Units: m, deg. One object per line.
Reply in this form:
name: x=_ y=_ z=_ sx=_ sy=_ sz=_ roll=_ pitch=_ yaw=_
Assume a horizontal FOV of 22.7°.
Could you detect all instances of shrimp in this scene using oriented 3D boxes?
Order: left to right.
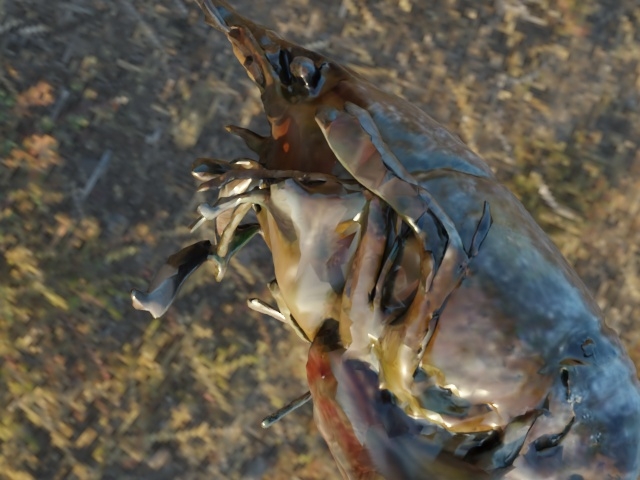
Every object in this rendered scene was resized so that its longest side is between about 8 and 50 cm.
shrimp: x=0.006 y=-0.003 z=0.682 sx=0.145 sy=0.343 sz=0.116 roll=-42 pitch=162 yaw=22
